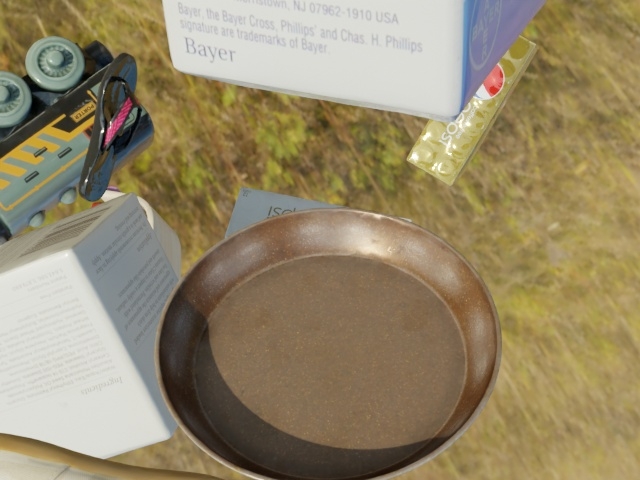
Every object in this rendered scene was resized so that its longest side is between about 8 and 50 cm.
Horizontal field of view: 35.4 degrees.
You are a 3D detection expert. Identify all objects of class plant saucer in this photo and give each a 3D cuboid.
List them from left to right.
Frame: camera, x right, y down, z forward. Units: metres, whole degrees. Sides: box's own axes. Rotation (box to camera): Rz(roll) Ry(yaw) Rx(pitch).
[{"bbox_3d":[0.004,0.053,0.496,0.168,0.168,0.029,-21,141,-15],"label":"plant saucer"}]

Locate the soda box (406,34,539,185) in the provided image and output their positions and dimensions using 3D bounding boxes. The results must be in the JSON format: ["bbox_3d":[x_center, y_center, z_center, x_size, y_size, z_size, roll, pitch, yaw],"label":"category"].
[{"bbox_3d":[0.171,-0.154,1.124,0.181,0.061,0.058,-61,171,16],"label":"soda box"}]

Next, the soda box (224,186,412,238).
[{"bbox_3d":[0.000,0.000,1.211,0.216,0.074,0.069,11,156,12],"label":"soda box"}]

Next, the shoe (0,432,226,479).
[{"bbox_3d":[-0.147,0.152,0.542,0.219,0.058,0.077,6,131,2],"label":"shoe"}]

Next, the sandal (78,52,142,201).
[{"bbox_3d":[-0.237,-0.129,1.172,0.067,0.040,0.179,-4,111,-69],"label":"sandal"}]

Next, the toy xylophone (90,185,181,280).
[{"bbox_3d":[-0.243,0.075,1.268,0.081,0.323,0.236,-5,152,9],"label":"toy xylophone"}]

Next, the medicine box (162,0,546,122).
[{"bbox_3d":[0.043,-0.247,0.463,0.263,0.149,0.289,-50,146,-46],"label":"medicine box"}]

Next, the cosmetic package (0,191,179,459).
[{"bbox_3d":[-0.210,0.083,0.884,0.151,0.184,0.151,-19,-165,17],"label":"cosmetic package"}]

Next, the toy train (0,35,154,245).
[{"bbox_3d":[-0.381,-0.127,1.325,0.334,0.190,0.142,-41,176,-21],"label":"toy train"}]
